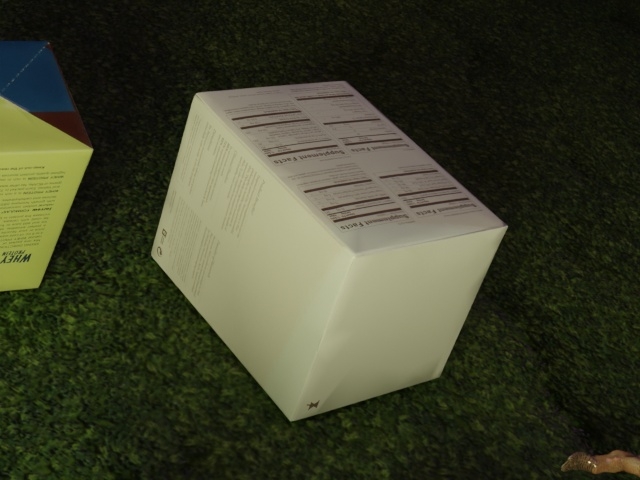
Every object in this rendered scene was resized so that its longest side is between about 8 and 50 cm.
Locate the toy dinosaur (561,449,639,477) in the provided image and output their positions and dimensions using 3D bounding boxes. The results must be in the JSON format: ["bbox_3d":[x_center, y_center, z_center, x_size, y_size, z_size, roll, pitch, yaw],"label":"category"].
[{"bbox_3d":[0.367,0.233,1.165,0.295,0.127,0.200,-2,44,-49],"label":"toy dinosaur"}]

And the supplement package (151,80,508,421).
[{"bbox_3d":[0.000,0.000,1.233,0.198,0.199,0.263,-11,43,-39],"label":"supplement package"}]

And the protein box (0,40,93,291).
[{"bbox_3d":[-0.339,-0.060,1.122,0.199,0.201,0.136,-5,54,-33],"label":"protein box"}]
